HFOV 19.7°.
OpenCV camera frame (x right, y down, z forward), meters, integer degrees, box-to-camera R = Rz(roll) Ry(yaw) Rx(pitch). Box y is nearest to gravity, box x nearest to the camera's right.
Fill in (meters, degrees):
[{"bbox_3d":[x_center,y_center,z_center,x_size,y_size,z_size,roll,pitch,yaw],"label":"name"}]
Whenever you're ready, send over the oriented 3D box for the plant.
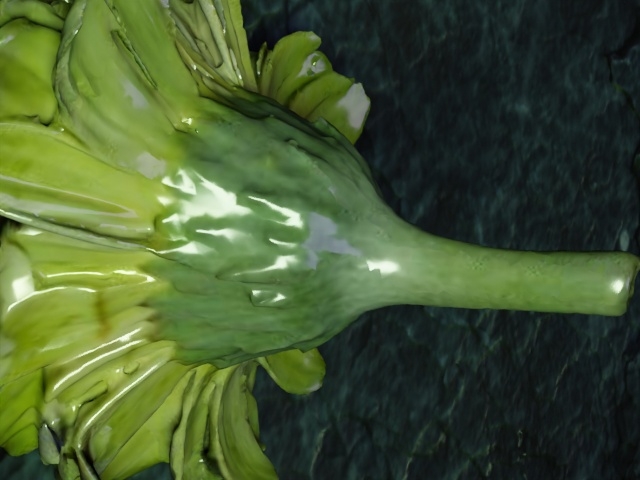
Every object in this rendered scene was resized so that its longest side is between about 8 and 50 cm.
[{"bbox_3d":[-0.041,0.022,0.844,0.261,0.297,0.306,-50,159,6],"label":"plant"}]
